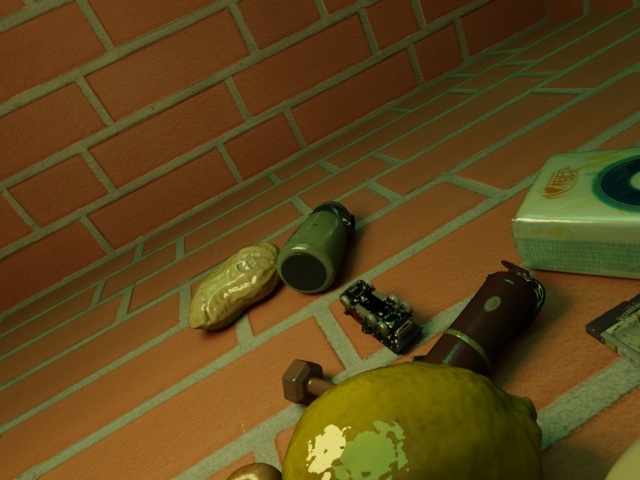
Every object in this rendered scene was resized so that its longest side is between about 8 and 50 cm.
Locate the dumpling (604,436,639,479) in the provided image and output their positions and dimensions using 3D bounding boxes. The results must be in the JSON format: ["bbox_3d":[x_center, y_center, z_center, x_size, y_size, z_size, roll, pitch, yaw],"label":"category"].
[{"bbox_3d":[0.385,0.271,0.287,0.396,0.233,0.315,-1,31,-22],"label":"dumpling"}]

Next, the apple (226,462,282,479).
[{"bbox_3d":[-0.106,0.413,0.634,0.126,0.101,0.126,-20,27,11],"label":"apple"}]

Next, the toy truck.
[{"bbox_3d":[0.128,0.164,0.889,0.083,0.092,0.192,-37,36,-18],"label":"toy truck"}]

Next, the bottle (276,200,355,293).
[{"bbox_3d":[0.002,0.000,1.217,0.169,0.168,0.347,-13,25,25],"label":"bottle"}]

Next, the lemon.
[{"bbox_3d":[0.106,0.286,0.503,0.286,0.285,0.316,2,17,44],"label":"lemon"}]

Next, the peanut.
[{"bbox_3d":[-0.247,0.136,1.211,0.340,0.158,0.174,-37,58,-10],"label":"peanut"}]

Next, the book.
[{"bbox_3d":[0.547,0.153,0.595,0.158,0.026,0.231,-28,27,-3],"label":"book"}]

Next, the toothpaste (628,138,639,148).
[{"bbox_3d":[0.748,-0.178,0.985,0.234,0.057,0.089,-43,28,-17],"label":"toothpaste"}]

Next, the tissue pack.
[{"bbox_3d":[0.612,-0.060,0.768,0.388,0.162,0.287,5,41,45],"label":"tissue pack"}]

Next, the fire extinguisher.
[{"bbox_3d":[0.283,0.156,0.737,0.341,0.105,0.142,-42,32,-23],"label":"fire extinguisher"}]

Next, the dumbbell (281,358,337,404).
[{"bbox_3d":[0.026,0.286,0.763,0.231,0.092,0.082,3,10,44],"label":"dumbbell"}]
